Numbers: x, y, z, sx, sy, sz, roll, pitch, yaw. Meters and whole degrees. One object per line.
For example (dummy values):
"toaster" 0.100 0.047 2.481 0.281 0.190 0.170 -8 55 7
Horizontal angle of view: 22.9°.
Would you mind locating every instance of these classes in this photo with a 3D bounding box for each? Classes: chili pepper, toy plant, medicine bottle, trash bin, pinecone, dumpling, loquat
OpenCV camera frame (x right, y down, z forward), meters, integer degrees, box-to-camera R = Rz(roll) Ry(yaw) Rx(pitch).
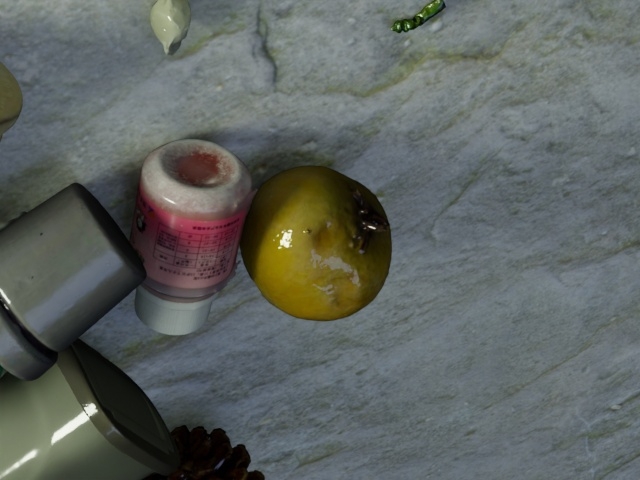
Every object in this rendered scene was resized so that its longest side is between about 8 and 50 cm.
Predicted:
"chili pepper" 0.127 -0.289 2.050 0.083 0.022 0.027 -32 176 -9
"toy plant" -0.410 0.102 1.908 0.400 0.185 0.279 -35 177 2
"medicine bottle" -0.173 0.000 2.012 0.147 0.147 0.247 -11 135 -30
"trash bin" -0.360 0.268 2.093 0.250 0.219 0.220 -35 141 8
"pinecone" -0.181 0.374 2.345 0.221 0.221 0.221 -22 140 -19
"dumpling" -0.166 -0.258 1.820 0.052 0.076 0.057 -20 -174 44
"loquat" -0.003 -0.005 2.098 0.213 0.213 0.213 -22 140 -19

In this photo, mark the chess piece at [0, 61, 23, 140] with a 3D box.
"chess piece" -0.459 -0.074 1.718 0.167 0.167 0.299 5 133 -42
